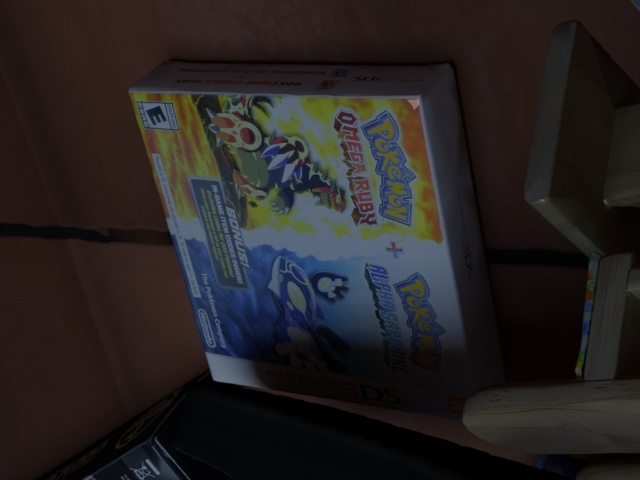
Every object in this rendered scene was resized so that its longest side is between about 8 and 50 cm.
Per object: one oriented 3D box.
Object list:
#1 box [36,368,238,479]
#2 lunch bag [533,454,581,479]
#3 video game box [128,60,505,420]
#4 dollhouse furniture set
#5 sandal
[{"bbox_3d":[-0.057,0.315,0.975,0.395,0.097,0.318,49,131,-6],"label":"box"},{"bbox_3d":[0.160,0.258,0.716,0.293,0.138,0.221,-117,35,-45],"label":"lunch bag"},{"bbox_3d":[0.000,0.000,0.754,0.187,0.048,0.205,3,122,29],"label":"video game box"},{"bbox_3d":[0.138,0.011,0.546,0.161,0.212,0.242,-9,147,40],"label":"dollhouse furniture set"},{"bbox_3d":[0.075,0.158,0.620,0.446,0.168,0.107,9,84,58],"label":"sandal"}]
